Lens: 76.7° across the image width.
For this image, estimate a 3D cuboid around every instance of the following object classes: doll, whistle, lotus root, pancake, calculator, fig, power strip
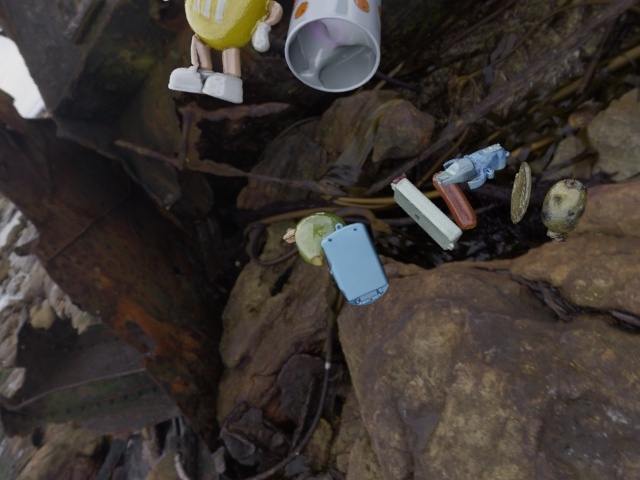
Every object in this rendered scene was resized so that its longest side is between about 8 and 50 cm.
[{"bbox_3d":[-0.254,-0.546,0.994,0.349,0.161,0.422,-9,96,15],"label":"doll"},{"bbox_3d":[0.525,-0.251,1.390,0.269,0.093,0.180,-24,36,0],"label":"whistle"},{"bbox_3d":[0.938,-0.107,1.572,0.154,0.277,0.154,-6,37,4],"label":"lotus root"},{"bbox_3d":[0.717,-0.168,1.458,0.029,0.235,0.211,5,85,14],"label":"pancake"},{"bbox_3d":[0.114,0.078,1.365,0.173,0.292,0.051,-23,5,-1],"label":"calculator"},{"bbox_3d":[-0.005,-0.009,1.514,0.207,0.207,0.230,-17,10,37],"label":"fig"},{"bbox_3d":[0.322,-0.081,1.248,0.046,0.118,0.270,-41,72,-5],"label":"power strip"}]

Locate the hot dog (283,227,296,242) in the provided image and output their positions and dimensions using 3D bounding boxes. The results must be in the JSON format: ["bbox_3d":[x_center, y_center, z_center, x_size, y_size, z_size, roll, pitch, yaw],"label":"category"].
[{"bbox_3d":[-0.109,-0.026,1.659,0.133,0.056,0.041,-21,36,50],"label":"hot dog"}]

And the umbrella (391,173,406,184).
[{"bbox_3d":[0.369,-0.285,1.896,0.027,0.165,0.025,27,124,21],"label":"umbrella"}]

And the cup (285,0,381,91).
[{"bbox_3d":[0.042,-0.550,0.964,0.213,0.212,0.316,-14,60,39],"label":"cup"}]

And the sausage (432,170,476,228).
[{"bbox_3d":[0.610,-0.185,1.829,0.089,0.083,0.299,-28,81,1],"label":"sausage"}]
